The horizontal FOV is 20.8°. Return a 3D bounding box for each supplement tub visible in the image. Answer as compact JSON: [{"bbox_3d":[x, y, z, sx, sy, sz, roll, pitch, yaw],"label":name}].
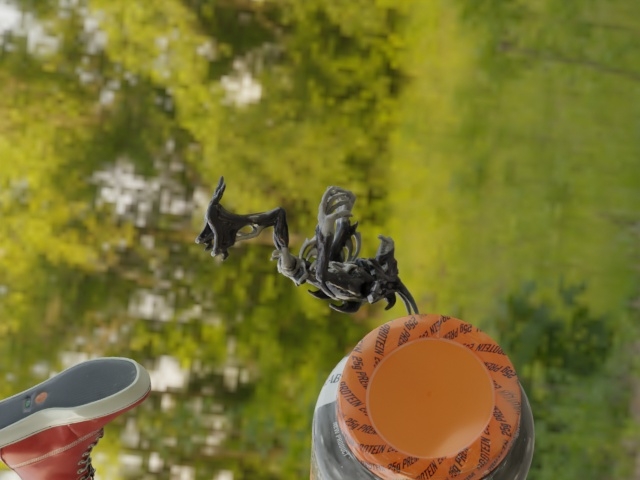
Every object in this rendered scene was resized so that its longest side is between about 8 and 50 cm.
[{"bbox_3d":[0.093,0.218,1.675,0.338,0.207,0.207,92,-177,-60],"label":"supplement tub"}]

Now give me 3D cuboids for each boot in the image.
[{"bbox_3d":[-0.298,0.254,2.252,0.176,0.244,0.088,56,-160,-33],"label":"boot"}]

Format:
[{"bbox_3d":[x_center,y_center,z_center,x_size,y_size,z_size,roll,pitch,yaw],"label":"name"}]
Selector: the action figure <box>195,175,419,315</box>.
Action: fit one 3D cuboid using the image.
[{"bbox_3d":[0.000,0.000,2.048,0.164,0.275,0.141,-175,105,-86],"label":"action figure"}]
